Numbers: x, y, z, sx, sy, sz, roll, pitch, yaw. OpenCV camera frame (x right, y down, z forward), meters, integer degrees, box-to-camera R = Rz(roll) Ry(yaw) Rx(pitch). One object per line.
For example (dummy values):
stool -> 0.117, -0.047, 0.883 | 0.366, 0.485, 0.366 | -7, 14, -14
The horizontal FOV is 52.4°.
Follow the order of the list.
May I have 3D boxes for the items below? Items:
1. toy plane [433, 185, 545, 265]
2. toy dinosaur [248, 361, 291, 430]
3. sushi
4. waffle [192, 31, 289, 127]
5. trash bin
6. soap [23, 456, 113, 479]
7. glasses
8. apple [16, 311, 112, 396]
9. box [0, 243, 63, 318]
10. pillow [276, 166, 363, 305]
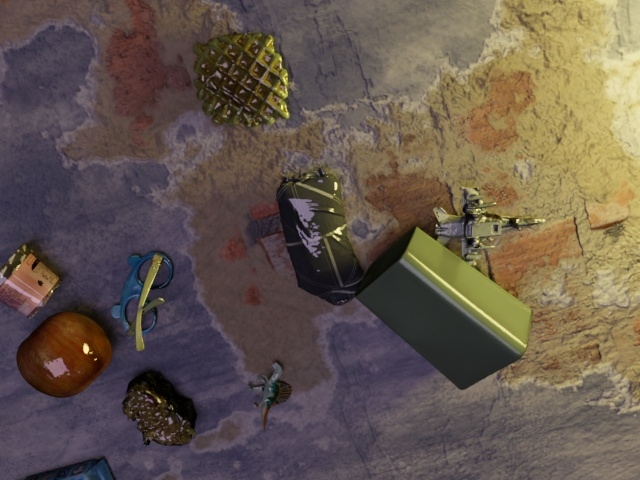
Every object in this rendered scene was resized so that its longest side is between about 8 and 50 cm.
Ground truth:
toy plane -> 0.386, -0.034, 1.478 | 0.262, 0.088, 0.192 | -2, 108, 4
toy dinosaur -> -0.125, 0.404, 1.691 | 0.106, 0.044, 0.187 | -18, 106, -6
sushi -> -0.427, 0.450, 1.685 | 0.147, 0.115, 0.212 | -35, 104, 14
waffle -> -0.175, -0.349, 1.426 | 0.214, 0.054, 0.208 | -6, 112, 12
trash bin -> 0.277, 0.150, 1.491 | 0.343, 0.158, 0.223 | 39, 133, -5
soap -> -0.714, 0.715, 1.814 | 0.293, 0.077, 0.156 | -19, 106, 10
glasses -> -0.413, 0.166, 1.573 | 0.102, 0.207, 0.239 | 9, 116, -38
apple -> -0.625, 0.281, 1.589 | 0.211, 0.211, 0.188 | -40, 95, 15
box -> -0.715, 0.104, 1.573 | 0.135, 0.151, 0.151 | 40, 107, -18
pillow -> 0.000, 0.000, 1.514 | 0.161, 0.092, 0.335 | -13, 108, 4
